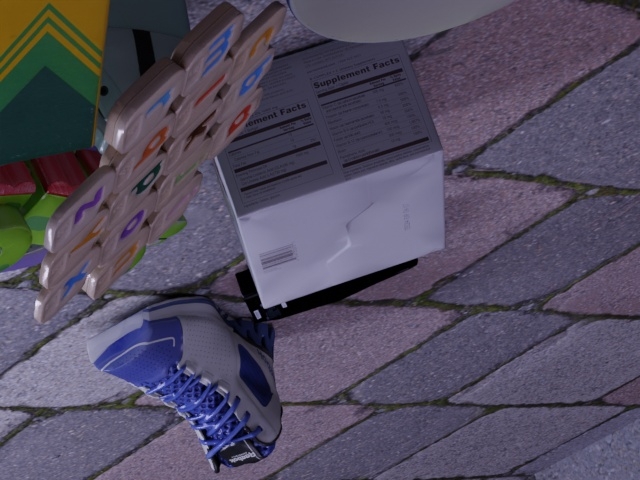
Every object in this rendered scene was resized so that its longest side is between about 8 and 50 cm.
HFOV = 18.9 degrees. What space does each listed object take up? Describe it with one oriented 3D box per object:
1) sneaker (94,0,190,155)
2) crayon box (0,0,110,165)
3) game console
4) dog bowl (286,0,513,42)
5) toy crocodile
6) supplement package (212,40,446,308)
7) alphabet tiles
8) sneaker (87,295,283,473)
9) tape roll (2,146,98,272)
[{"bbox_3d":[-0.222,-0.126,1.532,0.255,0.151,0.094,-17,161,-1],"label":"sneaker"},{"bbox_3d":[-0.201,-0.213,1.258,0.083,0.203,0.323,-12,158,-16],"label":"crayon box"},{"bbox_3d":[0.000,0.000,2.193,0.213,0.044,0.361,-20,160,-1],"label":"game console"},{"bbox_3d":[0.083,-0.266,1.503,0.264,0.104,0.265,-16,159,-6],"label":"dog bowl"},{"bbox_3d":[-0.228,-0.039,1.591,0.105,0.115,0.340,-44,154,26],"label":"toy crocodile"},{"bbox_3d":[0.004,-0.067,1.878,0.204,0.145,0.262,-18,159,-3],"label":"supplement package"},{"bbox_3d":[-0.127,-0.064,1.489,0.278,0.021,0.284,-47,168,-30],"label":"alphabet tiles"},{"bbox_3d":[-0.130,0.183,2.342,0.127,0.182,0.315,-30,157,24],"label":"sneaker"},{"bbox_3d":[-0.292,-0.043,1.783,0.189,0.080,0.189,-17,160,-6],"label":"tape roll"}]
